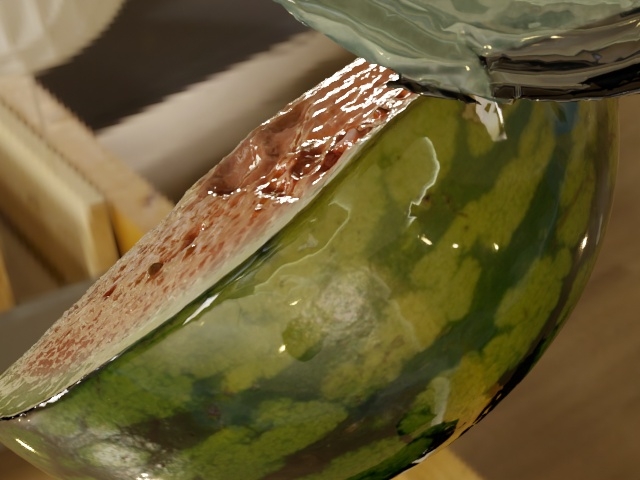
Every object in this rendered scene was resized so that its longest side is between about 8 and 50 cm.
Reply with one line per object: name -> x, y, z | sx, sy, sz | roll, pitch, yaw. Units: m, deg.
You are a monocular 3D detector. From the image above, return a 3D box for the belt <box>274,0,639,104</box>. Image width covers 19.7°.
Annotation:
belt -> 0.037, -0.084, 0.371 | 0.140, 0.105, 0.058 | 11, -162, -5

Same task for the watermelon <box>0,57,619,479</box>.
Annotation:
watermelon -> 0.018, 0.021, 0.699 | 0.303, 0.128, 0.159 | -40, -165, 4
